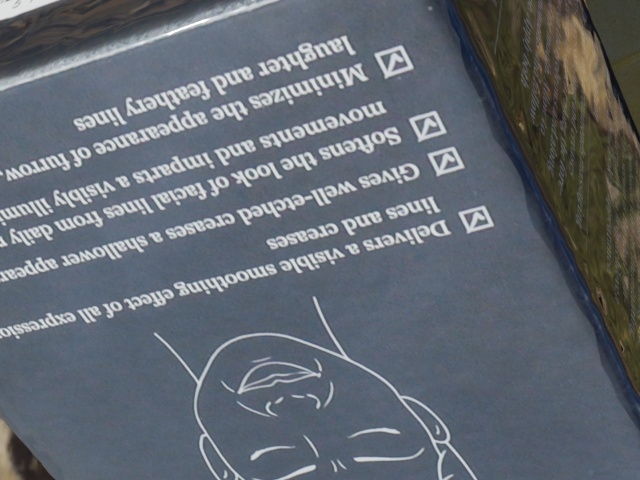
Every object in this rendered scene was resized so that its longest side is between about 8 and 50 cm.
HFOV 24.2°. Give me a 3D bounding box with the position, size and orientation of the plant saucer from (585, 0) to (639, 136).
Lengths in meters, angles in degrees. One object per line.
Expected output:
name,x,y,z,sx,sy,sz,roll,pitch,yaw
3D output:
plant saucer,0.085,-0.132,0.991,0.333,0.333,0.081,33,126,-6

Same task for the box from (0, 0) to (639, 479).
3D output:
box,0.000,0.000,0.733,0.293,0.212,0.395,-13,129,23
